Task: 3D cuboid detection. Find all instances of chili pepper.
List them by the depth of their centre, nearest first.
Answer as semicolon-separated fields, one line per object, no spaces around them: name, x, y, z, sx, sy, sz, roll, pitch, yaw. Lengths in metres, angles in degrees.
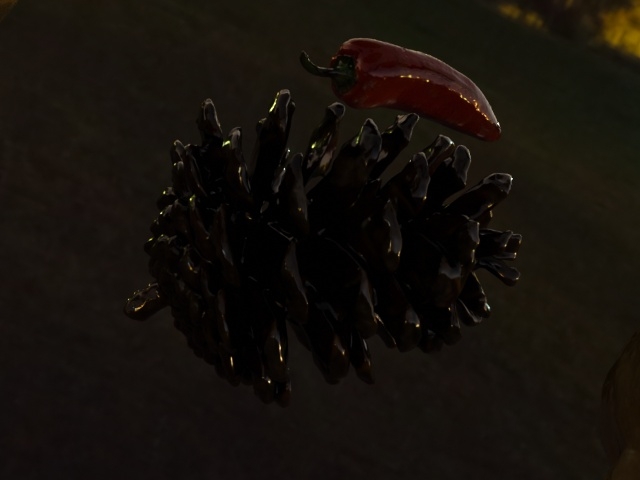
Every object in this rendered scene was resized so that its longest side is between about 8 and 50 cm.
chili pepper;0.081;-0.142;1.224;0.272;0.071;0.063;12;49;-40

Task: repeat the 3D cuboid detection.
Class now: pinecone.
pinecone;0.000;0.000;1.005;0.309;0.244;0.244;-7;18;-4

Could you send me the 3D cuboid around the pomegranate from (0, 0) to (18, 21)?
pomegranate;-0.332;-0.254;0.880;0.322;0.322;0.322;25;13;-6

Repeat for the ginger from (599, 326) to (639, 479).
ginger;0.154;0.011;0.393;0.065;0.298;0.118;22;49;0
